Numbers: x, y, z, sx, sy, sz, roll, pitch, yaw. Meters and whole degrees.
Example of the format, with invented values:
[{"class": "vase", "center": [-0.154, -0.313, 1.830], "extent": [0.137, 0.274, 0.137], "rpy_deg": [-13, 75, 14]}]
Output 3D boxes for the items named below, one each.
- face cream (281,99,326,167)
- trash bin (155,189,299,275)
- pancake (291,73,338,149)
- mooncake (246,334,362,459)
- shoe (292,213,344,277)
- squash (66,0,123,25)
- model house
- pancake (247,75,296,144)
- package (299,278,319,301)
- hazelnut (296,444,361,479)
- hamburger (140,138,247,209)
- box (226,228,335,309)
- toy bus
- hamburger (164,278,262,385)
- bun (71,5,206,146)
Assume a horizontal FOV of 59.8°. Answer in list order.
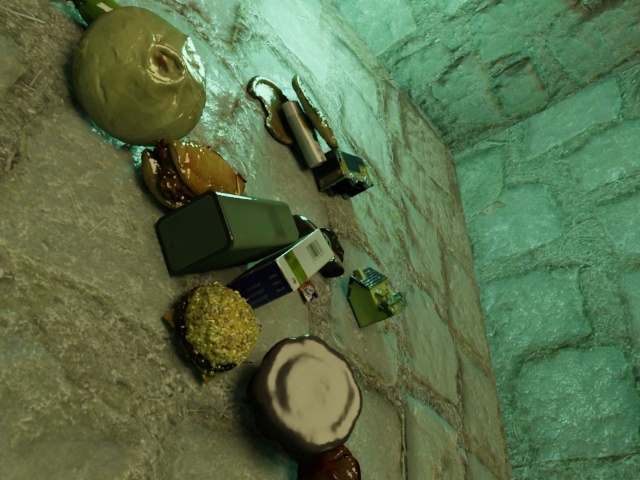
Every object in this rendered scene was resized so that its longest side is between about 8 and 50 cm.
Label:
[{"class": "face cream", "center": [-0.066, -0.420, 2.189], "extent": [0.269, 0.073, 0.107], "rpy_deg": [64, 19, 0]}, {"class": "trash bin", "center": [-0.237, -0.015, 1.519], "extent": [0.343, 0.222, 0.158], "rpy_deg": [1, 67, -61]}, {"class": "pancake", "center": [-0.023, -0.515, 2.283], "extent": [0.356, 0.065, 0.356], "rpy_deg": [56, 7, -10]}, {"class": "mooncake", "center": [-0.046, 0.411, 1.459], "extent": [0.305, 0.154, 0.306], "rpy_deg": [11, 56, -17]}, {"class": "shoe", "center": [0.000, 0.000, 1.986], "extent": [0.291, 0.114, 0.137], "rpy_deg": [51, 37, -28]}, {"class": "squash", "center": [-0.530, -0.576, 1.582], "extent": [0.395, 0.107, 0.107], "rpy_deg": [29, 45, -43]}, {"class": "model house", "center": [0.211, 0.191, 2.129], "extent": [0.194, 0.170, 0.212], "rpy_deg": [-21, 85, -59]}, {"class": "pancake", "center": [-0.179, -0.513, 2.179], "extent": [0.286, 0.033, 0.288], "rpy_deg": [33, 42, -44]}, {"class": "package", "center": [-0.048, 0.155, 1.879], "extent": [0.077, 0.033, 0.111], "rpy_deg": [-18, 69, -38]}, {"class": "hazelnut", "center": [0.023, 0.646, 1.486], "extent": [0.178, 0.178, 0.204], "rpy_deg": [32, 15, -43]}, {"class": "hamburger", "center": [-0.347, -0.163, 1.513], "extent": [0.282, 0.155, 0.245], "rpy_deg": [59, 33, -21]}, {"class": "box", "center": [-0.112, 0.087, 1.651], "extent": [0.107, 0.200, 0.299], "rpy_deg": [61, 29, -4]}, {"class": "toy bus", "center": [0.094, -0.279, 2.336], "extent": [0.275, 0.138, 0.167], "rpy_deg": [1, 66, -60]}, {"class": "hamburger", "center": [-0.248, 0.215, 1.397], "extent": [0.243, 0.138, 0.261], "rpy_deg": [59, 30, -8]}, {"class": "bun", "center": [-0.440, -0.430, 1.443], "extent": [0.364, 0.202, 0.365], "rpy_deg": [11, 74, -45]}]
